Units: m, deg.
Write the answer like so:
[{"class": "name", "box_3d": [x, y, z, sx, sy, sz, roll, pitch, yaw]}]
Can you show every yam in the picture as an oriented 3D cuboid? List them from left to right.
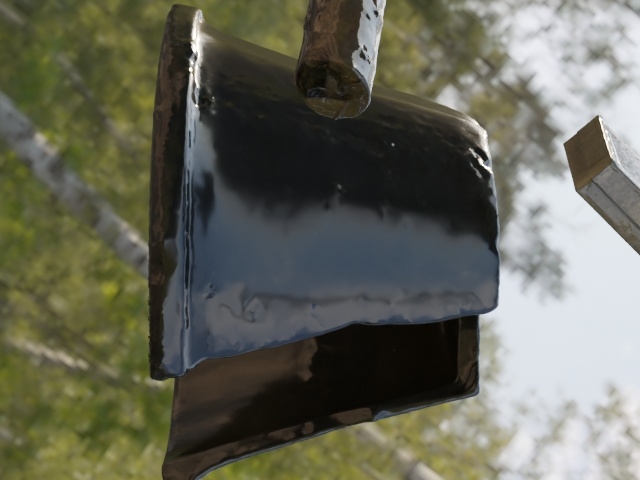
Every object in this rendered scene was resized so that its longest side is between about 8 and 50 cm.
[{"class": "yam", "box_3d": [0.029, -0.182, 0.829, 0.045, 0.045, 0.327, 122, -15, -46]}]

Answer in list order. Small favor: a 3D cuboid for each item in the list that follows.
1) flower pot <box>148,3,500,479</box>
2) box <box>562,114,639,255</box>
[{"class": "flower pot", "box_3d": [0.000, 0.000, 1.254, 0.379, 0.251, 0.379, 179, -90, -89]}, {"class": "box", "box_3d": [0.206, -0.033, 1.097, 0.035, 0.083, 0.079, -41, -160, 20]}]
